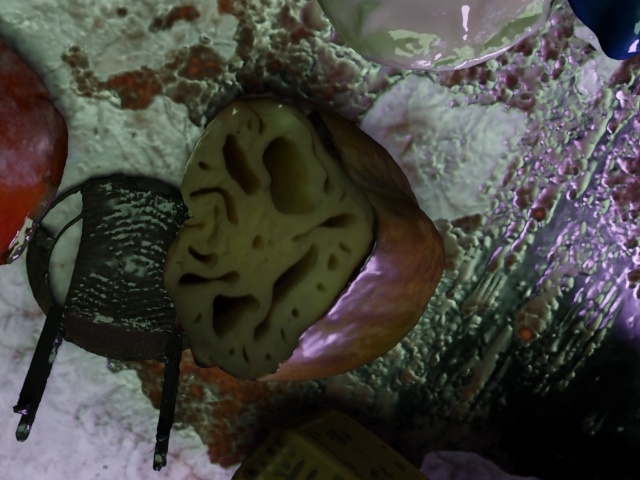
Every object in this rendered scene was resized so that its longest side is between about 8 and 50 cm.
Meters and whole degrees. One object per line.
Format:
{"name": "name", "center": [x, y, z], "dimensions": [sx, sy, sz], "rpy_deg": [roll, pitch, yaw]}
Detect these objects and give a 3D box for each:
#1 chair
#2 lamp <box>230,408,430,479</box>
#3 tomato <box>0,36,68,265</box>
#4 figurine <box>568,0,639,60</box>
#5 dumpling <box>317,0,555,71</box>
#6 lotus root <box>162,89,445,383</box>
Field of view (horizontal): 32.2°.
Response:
{"name": "chair", "center": [-0.165, 0.066, 0.904], "dimensions": [0.174, 0.149, 0.213], "rpy_deg": [13, 73, -7]}
{"name": "lamp", "center": [0.020, 0.244, 0.939], "dimensions": [0.185, 0.161, 0.161], "rpy_deg": [39, 115, 26]}
{"name": "tomato", "center": [-0.347, -0.046, 0.787], "dimensions": [0.309, 0.170, 0.308], "rpy_deg": [-2, 117, -4]}
{"name": "figurine", "center": [0.326, -0.121, 0.774], "dimensions": [0.338, 0.204, 0.283], "rpy_deg": [29, 101, -11]}
{"name": "dumpling", "center": [0.062, -0.190, 0.775], "dimensions": [0.199, 0.118, 0.136], "rpy_deg": [37, 109, 4]}
{"name": "lotus root", "center": [-0.001, 0.001, 0.849], "dimensions": [0.188, 0.199, 0.180], "rpy_deg": [-46, 150, 26]}
